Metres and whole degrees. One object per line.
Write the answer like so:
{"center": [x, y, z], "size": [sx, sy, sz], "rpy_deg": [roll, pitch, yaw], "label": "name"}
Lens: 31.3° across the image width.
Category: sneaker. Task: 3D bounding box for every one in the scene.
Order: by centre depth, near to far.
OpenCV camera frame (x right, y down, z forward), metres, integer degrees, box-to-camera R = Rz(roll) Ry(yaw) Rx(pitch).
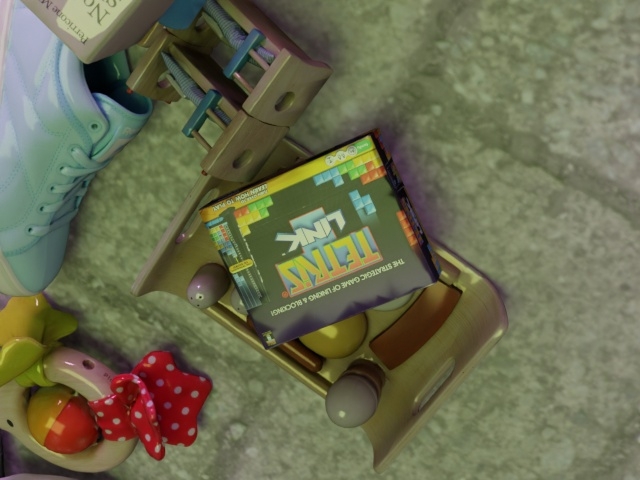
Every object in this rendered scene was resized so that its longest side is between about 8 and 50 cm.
{"center": [-0.237, -0.095, 1.058], "size": [0.150, 0.135, 0.366], "rpy_deg": [17, 119, 15], "label": "sneaker"}

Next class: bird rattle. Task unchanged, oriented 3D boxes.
{"center": [-0.254, 0.167, 1.220], "size": [0.253, 0.143, 0.207], "rpy_deg": [23, 132, -7], "label": "bird rattle"}

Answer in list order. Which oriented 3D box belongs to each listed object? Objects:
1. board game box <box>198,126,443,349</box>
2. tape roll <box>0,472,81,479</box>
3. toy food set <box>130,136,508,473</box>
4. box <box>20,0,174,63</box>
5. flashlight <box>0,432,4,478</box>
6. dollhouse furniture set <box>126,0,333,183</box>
{"center": [0.000, 0.000, 0.996], "size": [0.170, 0.048, 0.141], "rpy_deg": [-23, 97, 17], "label": "board game box"}
{"center": [-0.314, 0.403, 1.294], "size": [0.286, 0.100, 0.286], "rpy_deg": [0, 119, 0], "label": "tape roll"}
{"center": [-0.008, 0.061, 1.074], "size": [0.306, 0.092, 0.219], "rpy_deg": [35, 120, 0], "label": "toy food set"}
{"center": [-0.096, -0.254, 0.760], "size": [0.113, 0.094, 0.275], "rpy_deg": [44, 115, -4], "label": "box"}
{"center": [-0.418, 0.153, 1.257], "size": [0.103, 0.103, 0.304], "rpy_deg": [27, 124, 34], "label": "flashlight"}
{"center": [-0.114, -0.143, 0.930], "size": [0.129, 0.184, 0.129], "rpy_deg": [47, 110, 27], "label": "dollhouse furniture set"}
